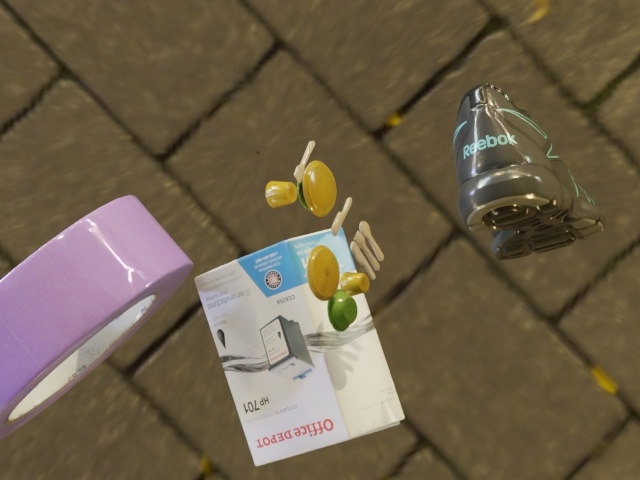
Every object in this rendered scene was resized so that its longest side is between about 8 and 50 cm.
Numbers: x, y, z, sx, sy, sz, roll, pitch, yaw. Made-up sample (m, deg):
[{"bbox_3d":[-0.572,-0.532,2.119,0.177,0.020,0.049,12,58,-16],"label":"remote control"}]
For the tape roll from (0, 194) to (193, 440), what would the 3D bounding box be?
[{"bbox_3d":[-0.251,0.079,1.770,0.275,0.275,0.090,-40,86,0],"label":"tape roll"}]

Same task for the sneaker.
[{"bbox_3d":[0.168,-0.052,1.525,0.101,0.267,0.106,-16,76,11],"label":"sneaker"}]

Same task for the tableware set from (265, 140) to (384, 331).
[{"bbox_3d":[0.000,0.000,1.603,0.024,0.104,0.154,-6,133,33],"label":"tableware set"}]

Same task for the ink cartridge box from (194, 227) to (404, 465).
[{"bbox_3d":[-0.020,0.100,1.744,0.082,0.139,0.191,-12,82,-46],"label":"ink cartridge box"}]
